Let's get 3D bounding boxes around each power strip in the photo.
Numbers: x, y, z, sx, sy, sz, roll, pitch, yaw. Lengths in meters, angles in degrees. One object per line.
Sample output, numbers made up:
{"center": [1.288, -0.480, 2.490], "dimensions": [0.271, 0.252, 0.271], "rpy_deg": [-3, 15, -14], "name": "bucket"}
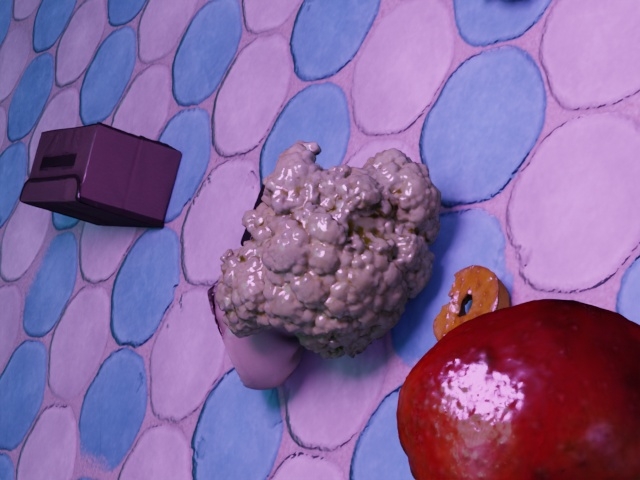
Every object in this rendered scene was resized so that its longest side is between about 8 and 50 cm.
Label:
{"center": [-0.087, -0.036, 1.918], "dimensions": [0.029, 0.038, 0.111], "rpy_deg": [18, 87, 54], "name": "power strip"}

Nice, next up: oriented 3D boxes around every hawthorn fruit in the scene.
{"center": [0.233, 0.184, 1.207], "dimensions": [0.307, 0.265, 0.265], "rpy_deg": [-20, 53, 20], "name": "hawthorn fruit"}

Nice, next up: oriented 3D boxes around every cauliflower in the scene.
{"center": [-0.002, -0.004, 1.597], "dimensions": [0.327, 0.260, 0.281], "rpy_deg": [-34, 43, 0], "name": "cauliflower"}

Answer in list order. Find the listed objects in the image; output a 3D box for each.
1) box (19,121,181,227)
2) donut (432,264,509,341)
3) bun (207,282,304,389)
{"center": [-0.405, -0.116, 2.260], "dimensions": [0.252, 0.188, 0.153], "rpy_deg": [-1, 73, 55], "name": "box"}
{"center": [0.187, 0.086, 1.485], "dimensions": [0.097, 0.043, 0.108], "rpy_deg": [34, 98, 55], "name": "donut"}
{"center": [-0.077, 0.121, 1.731], "dimensions": [0.119, 0.173, 0.173], "rpy_deg": [-20, 47, 2], "name": "bun"}
